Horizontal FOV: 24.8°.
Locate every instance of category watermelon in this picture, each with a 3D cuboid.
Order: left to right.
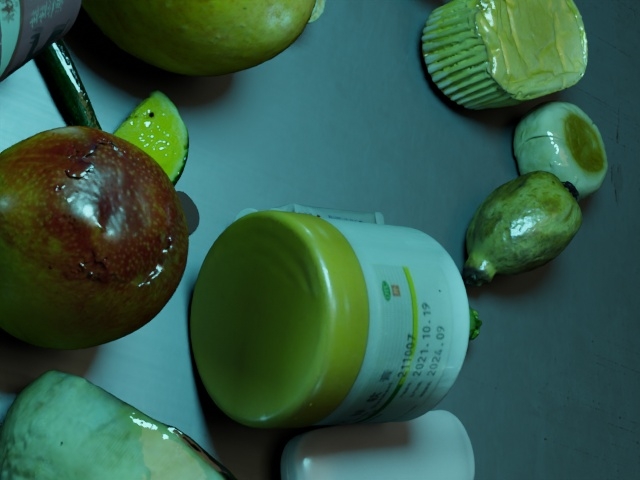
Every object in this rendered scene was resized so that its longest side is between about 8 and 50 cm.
[{"bbox_3d":[-0.196,-0.081,1.623,0.181,0.075,0.092,-51,121,-34],"label":"watermelon"}]

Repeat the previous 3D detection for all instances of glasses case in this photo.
[{"bbox_3d":[0.074,0.272,1.752,0.297,0.075,0.113,-1,74,-43],"label":"glasses case"}]

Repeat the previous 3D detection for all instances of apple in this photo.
[{"bbox_3d":[-0.136,-0.336,1.649,0.275,0.299,0.299,32,54,-47],"label":"apple"}]

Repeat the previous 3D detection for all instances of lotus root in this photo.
[{"bbox_3d":[0.272,-0.014,2.002,0.214,0.138,0.138,-42,104,-32],"label":"lotus root"}]

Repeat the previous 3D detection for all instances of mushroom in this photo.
[{"bbox_3d":[-0.203,0.261,1.429,0.267,0.190,0.164,48,63,-21],"label":"mushroom"}]

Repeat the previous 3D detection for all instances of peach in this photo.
[{"bbox_3d":[-0.248,-0.002,1.461,0.231,0.231,0.231,17,64,-37],"label":"peach"}]

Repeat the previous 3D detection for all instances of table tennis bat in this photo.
[{"bbox_3d":[-0.171,-0.043,1.695,0.083,0.007,0.050,54,48,-16],"label":"table tennis bat"}]

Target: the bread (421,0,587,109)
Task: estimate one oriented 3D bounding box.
[{"bbox_3d":[0.260,-0.280,2.089,0.250,0.133,0.179,-21,93,-42],"label":"bread"}]

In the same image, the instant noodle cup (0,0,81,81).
[{"bbox_3d":[-0.363,-0.252,1.463,0.234,0.235,0.178,60,36,-8],"label":"instant noodle cup"}]

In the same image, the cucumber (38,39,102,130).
[{"bbox_3d":[-0.285,-0.182,1.624,0.033,0.036,0.184,-30,97,-54],"label":"cucumber"}]

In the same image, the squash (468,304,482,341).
[{"bbox_3d":[0.124,0.092,1.870,0.219,0.068,0.077,18,61,-38],"label":"squash"}]

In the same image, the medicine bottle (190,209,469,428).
[{"bbox_3d":[0.012,0.092,1.648,0.232,0.238,0.237,6,71,-42],"label":"medicine bottle"}]

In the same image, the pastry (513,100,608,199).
[{"bbox_3d":[0.354,-0.131,2.150,0.156,0.092,0.156,15,68,-40],"label":"pastry"}]

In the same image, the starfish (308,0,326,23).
[{"bbox_3d":[0.056,-0.463,1.995,0.324,0.082,0.432,7,61,-35],"label":"starfish"}]

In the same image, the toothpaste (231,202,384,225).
[{"bbox_3d":[0.000,0.000,1.811,0.266,0.061,0.096,6,69,-48],"label":"toothpaste"}]
